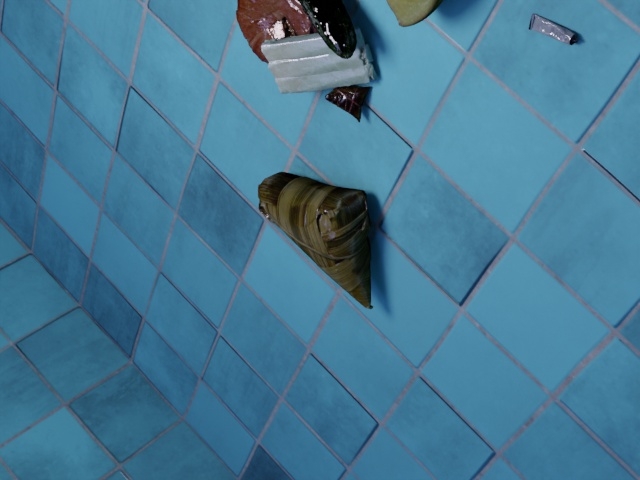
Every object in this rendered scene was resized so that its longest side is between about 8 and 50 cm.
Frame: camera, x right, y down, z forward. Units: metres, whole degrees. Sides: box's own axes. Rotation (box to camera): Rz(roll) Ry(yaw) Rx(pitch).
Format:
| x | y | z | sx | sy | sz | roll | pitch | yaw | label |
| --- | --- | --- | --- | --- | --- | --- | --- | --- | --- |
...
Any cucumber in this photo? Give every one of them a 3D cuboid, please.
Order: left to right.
| x | y | z | sx | sy | sz | roll | pitch | yaw | label |
| --- | --- | --- | --- | --- | --- | --- | --- | --- | --- |
| -0.015 | -0.462 | 2.022 | 0.303 | 0.081 | 0.072 | 55 | 169 | 16 | cucumber |

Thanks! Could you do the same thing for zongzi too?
| x | y | z | sx | sy | sz | roll | pitch | yaw | label |
| --- | --- | --- | --- | --- | --- | --- | --- | --- | --- |
| 0.000 | 0.000 | 2.339 | 0.286 | 0.134 | 0.288 | 23 | 139 | 45 | zongzi |
| 0.061 | -0.267 | 2.128 | 0.083 | 0.067 | 0.073 | 7 | 116 | 25 | zongzi |

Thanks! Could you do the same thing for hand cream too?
| x | y | z | sx | sy | sz | roll | pitch | yaw | label |
| --- | --- | --- | --- | --- | --- | --- | --- | --- | --- |
| 0.377 | -0.338 | 1.755 | 0.093 | 0.019 | 0.030 | 36 | 141 | 35 | hand cream |

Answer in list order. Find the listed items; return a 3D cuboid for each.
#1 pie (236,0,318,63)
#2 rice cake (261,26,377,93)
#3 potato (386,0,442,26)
| x | y | z | sx | sy | sz | roll | pitch | yaw | label |
| --- | --- | --- | --- | --- | --- | --- | --- | --- | --- |
| -0.085 | -0.441 | 2.158 | 0.204 | 0.054 | 0.218 | 45 | 141 | 14 | pie |
| -0.001 | -0.347 | 2.091 | 0.211 | 0.038 | 0.124 | -8 | 119 | 28 | rice cake |
| 0.143 | -0.496 | 1.823 | 0.269 | 0.112 | 0.255 | 17 | 132 | 42 | potato |
